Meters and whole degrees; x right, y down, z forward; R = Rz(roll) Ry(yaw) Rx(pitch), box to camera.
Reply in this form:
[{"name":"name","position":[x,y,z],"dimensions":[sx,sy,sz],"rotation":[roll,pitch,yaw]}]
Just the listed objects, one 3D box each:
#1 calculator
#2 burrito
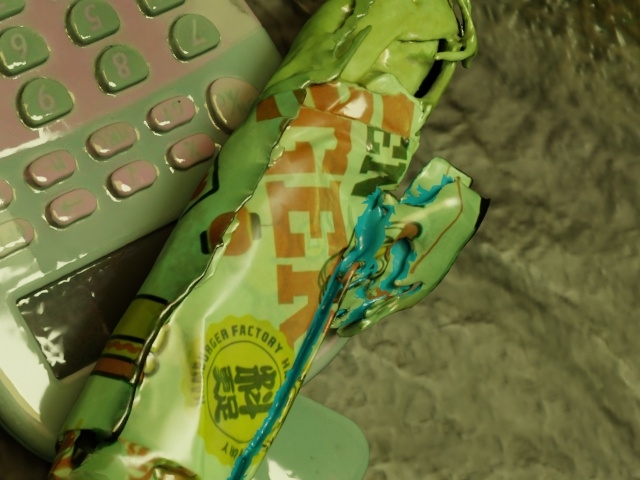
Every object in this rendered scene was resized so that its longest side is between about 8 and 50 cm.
[{"name":"calculator","position":[-0.079,-0.016,0.707],"dimensions":[0.185,0.041,0.299],"rotation":[-29,91,-30]},{"name":"burrito","position":[0.000,0.000,0.688],"dimensions":[0.104,0.054,0.288],"rotation":[37,62,-17]}]
